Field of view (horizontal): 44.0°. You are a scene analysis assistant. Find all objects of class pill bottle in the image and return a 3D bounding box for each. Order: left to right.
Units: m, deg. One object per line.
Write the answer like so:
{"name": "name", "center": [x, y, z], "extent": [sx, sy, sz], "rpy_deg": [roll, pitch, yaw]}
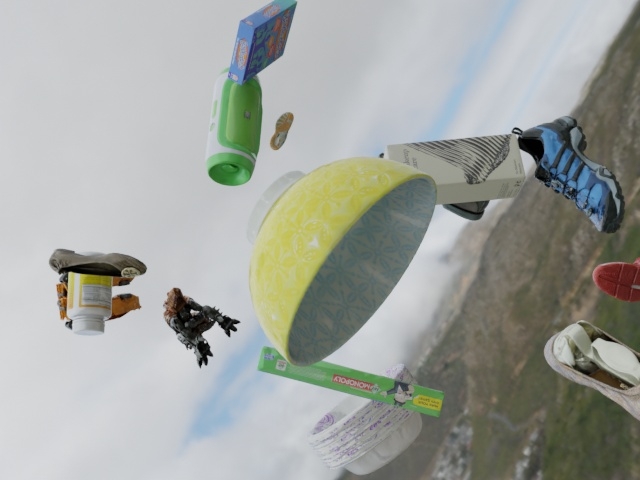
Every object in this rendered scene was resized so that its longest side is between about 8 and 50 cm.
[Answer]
{"name": "pill bottle", "center": [-0.625, 0.145, 2.150], "extent": [0.117, 0.117, 0.215], "rpy_deg": [77, -170, -73]}

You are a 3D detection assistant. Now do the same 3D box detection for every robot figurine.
{"name": "robot figurine", "center": [-0.669, 0.163, 2.369], "extent": [0.291, 0.085, 0.211], "rpy_deg": [-11, -83, -53]}

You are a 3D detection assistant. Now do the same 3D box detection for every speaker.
{"name": "speaker", "center": [-0.215, -0.288, 1.987], "extent": [0.131, 0.131, 0.297], "rpy_deg": [98, 175, -61]}

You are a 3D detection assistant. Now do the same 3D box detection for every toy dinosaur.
{"name": "toy dinosaur", "center": [-0.369, 0.227, 2.203], "extent": [0.164, 0.218, 0.322], "rpy_deg": [-57, -21, -3]}

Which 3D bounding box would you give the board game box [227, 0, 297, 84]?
{"name": "board game box", "center": [-0.141, -0.495, 1.949], "extent": [0.210, 0.047, 0.160], "rpy_deg": [-50, -15, -46]}

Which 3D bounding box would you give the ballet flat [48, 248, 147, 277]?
{"name": "ballet flat", "center": [-0.554, 0.067, 1.962], "extent": [0.084, 0.249, 0.058], "rpy_deg": [91, -172, -50]}

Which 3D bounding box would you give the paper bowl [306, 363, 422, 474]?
{"name": "paper bowl", "center": [0.118, 0.422, 1.810], "extent": [0.284, 0.148, 0.284], "rpy_deg": [-36, -2, -1]}

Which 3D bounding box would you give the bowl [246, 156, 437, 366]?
{"name": "bowl", "center": [0.000, 0.000, 1.006], "extent": [0.289, 0.156, 0.290], "rpy_deg": [-43, -25, -26]}

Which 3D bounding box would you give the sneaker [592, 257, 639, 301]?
{"name": "sneaker", "center": [0.704, 0.083, 1.798], "extent": [0.128, 0.221, 0.087], "rpy_deg": [-110, 33, -76]}

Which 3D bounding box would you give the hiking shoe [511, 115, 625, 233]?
{"name": "hiking shoe", "center": [0.505, -0.124, 1.621], "extent": [0.132, 0.304, 0.113], "rpy_deg": [-12, -40, -8]}

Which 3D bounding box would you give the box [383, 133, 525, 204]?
{"name": "box", "center": [0.272, -0.143, 1.640], "extent": [0.094, 0.274, 0.113], "rpy_deg": [92, 171, -67]}

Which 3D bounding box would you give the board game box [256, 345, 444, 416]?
{"name": "board game box", "center": [0.052, 0.251, 1.429], "extent": [0.213, 0.317, 0.046], "rpy_deg": [77, -152, -82]}

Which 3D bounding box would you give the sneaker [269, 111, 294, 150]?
{"name": "sneaker", "center": [-0.079, -0.222, 1.605], "extent": [0.083, 0.031, 0.037], "rpy_deg": [-62, -6, 9]}

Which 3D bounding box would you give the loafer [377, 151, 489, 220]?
{"name": "loafer", "center": [0.248, -0.138, 1.733], "extent": [0.096, 0.267, 0.084], "rpy_deg": [-60, -5, -52]}

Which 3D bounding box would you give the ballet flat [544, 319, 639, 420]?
{"name": "ballet flat", "center": [0.455, 0.187, 1.286], "extent": [0.107, 0.106, 0.316], "rpy_deg": [-44, 23, -8]}
